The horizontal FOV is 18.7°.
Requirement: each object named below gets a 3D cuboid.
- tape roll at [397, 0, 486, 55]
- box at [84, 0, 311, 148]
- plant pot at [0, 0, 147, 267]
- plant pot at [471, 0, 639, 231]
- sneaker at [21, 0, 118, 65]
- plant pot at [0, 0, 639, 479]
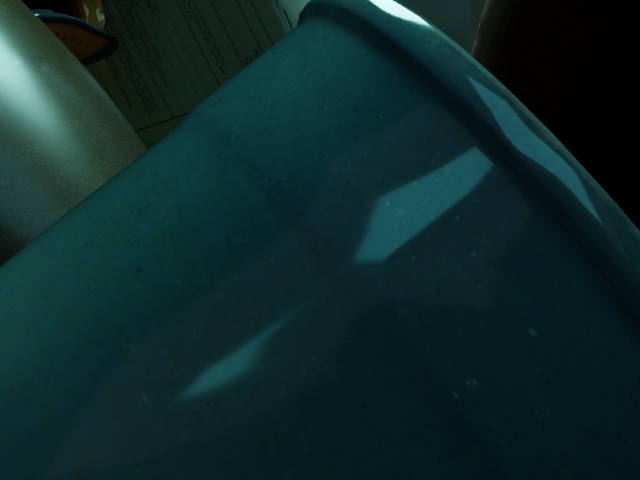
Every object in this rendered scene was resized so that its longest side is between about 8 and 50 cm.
[{"bbox_3d":[0.144,-0.153,1.024,0.246,0.246,0.169,-23,22,-17],"label":"tape roll"},{"bbox_3d":[-0.097,-0.142,1.212,0.311,0.148,0.121,-12,17,46],"label":"box"},{"bbox_3d":[-0.155,0.005,0.943,0.215,0.215,0.230,-28,41,-27],"label":"plant pot"},{"bbox_3d":[0.225,-0.001,0.604,0.265,0.272,0.272,-15,20,-22],"label":"plant pot"},{"bbox_3d":[-0.208,-0.091,1.161,0.180,0.125,0.321,-31,-3,-10],"label":"sneaker"},{"bbox_3d":[-0.027,0.119,0.475,0.255,0.272,0.271,-33,24,-7],"label":"plant pot"}]
